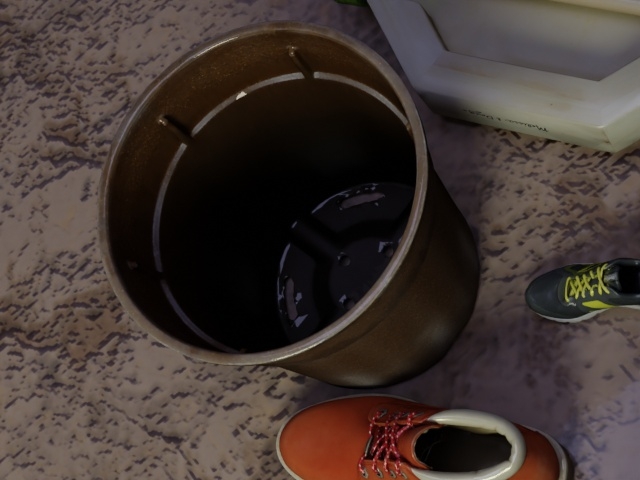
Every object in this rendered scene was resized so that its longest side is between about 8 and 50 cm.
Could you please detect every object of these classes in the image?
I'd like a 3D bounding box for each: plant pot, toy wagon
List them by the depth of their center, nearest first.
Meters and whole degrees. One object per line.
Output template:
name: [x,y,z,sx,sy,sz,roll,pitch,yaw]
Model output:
plant pot: [0.000,0.000,0.747,0.167,0.165,0.167,-8,69,21]
toy wagon: [0.163,-0.222,0.808,0.267,0.068,0.344,15,79,26]

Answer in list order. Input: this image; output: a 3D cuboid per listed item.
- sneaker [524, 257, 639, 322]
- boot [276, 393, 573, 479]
sneaker: [0.144,0.021,0.753,0.083,0.035,0.031,-8,69,20]
boot: [0.041,0.102,0.743,0.158,0.084,0.059,1,75,25]
